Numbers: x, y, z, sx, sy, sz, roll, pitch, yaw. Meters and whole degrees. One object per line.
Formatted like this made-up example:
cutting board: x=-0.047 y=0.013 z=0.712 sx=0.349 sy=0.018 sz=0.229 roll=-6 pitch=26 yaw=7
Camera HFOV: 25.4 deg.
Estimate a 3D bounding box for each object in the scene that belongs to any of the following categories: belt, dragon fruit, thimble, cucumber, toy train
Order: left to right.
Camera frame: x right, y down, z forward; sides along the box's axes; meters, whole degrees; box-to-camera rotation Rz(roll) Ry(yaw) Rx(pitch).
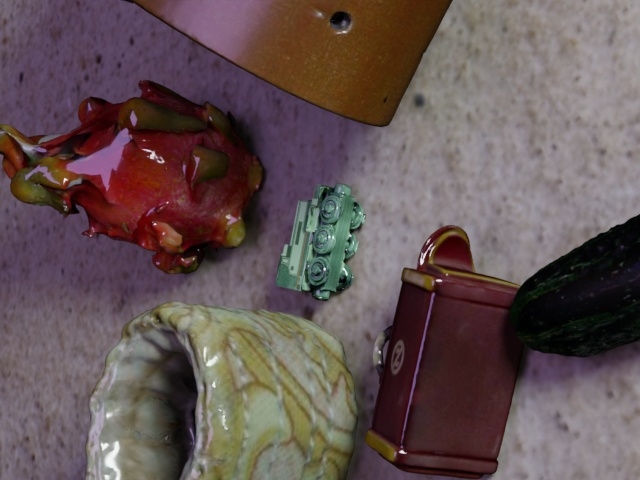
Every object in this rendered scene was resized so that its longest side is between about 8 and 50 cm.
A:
dragon fruit: x=-0.149 y=-0.054 z=1.077 sx=0.150 sy=0.207 sz=0.133 roll=111 pitch=170 yaw=-71
thimble: x=-0.069 y=0.138 z=0.962 sx=0.137 sy=0.143 sz=0.190 roll=13 pitch=91 yaw=41
belt: x=-0.059 y=-0.195 z=0.964 sx=0.338 sy=0.217 sz=0.122 roll=39 pitch=108 yaw=40
toy train: x=0.000 y=0.000 z=1.002 sx=0.053 sy=0.033 sz=0.083 roll=9 pitch=88 yaw=45
cucumber: x=0.203 y=0.011 z=0.796 sx=0.241 sy=0.074 sz=0.074 roll=-26 pitch=66 yaw=37

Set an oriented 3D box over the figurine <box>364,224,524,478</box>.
figurine: x=0.073 y=0.067 z=0.908 sx=0.098 sy=0.082 sz=0.154 roll=11 pitch=89 yaw=61
